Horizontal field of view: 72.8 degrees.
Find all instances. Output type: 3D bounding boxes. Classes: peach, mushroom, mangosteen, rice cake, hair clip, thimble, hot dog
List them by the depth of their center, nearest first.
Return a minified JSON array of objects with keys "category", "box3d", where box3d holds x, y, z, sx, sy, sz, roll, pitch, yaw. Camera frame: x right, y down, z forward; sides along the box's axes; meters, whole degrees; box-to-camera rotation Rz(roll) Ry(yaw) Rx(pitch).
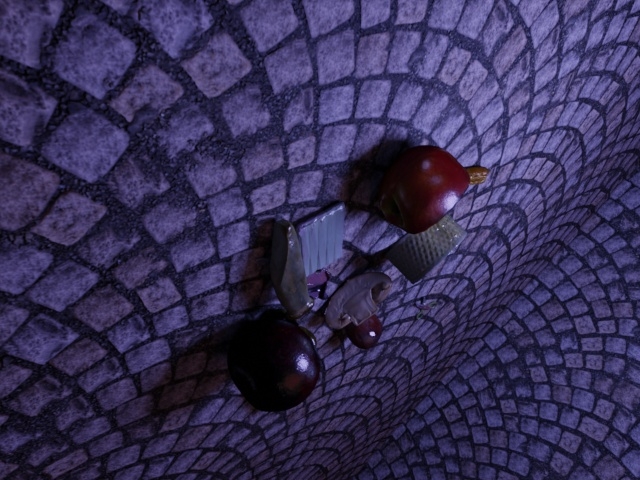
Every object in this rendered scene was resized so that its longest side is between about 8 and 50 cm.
[{"category":"mushroom","box3d":[-0.092,0.096,1.250,0.107,0.087,0.333,-35,133,-27]},{"category":"peach","box3d":[0.311,-0.165,1.292,0.275,0.249,0.245,-35,121,-20]},{"category":"rice cake","box3d":[0.000,0.000,1.306,0.189,0.037,0.198,-30,136,-26]},{"category":"mangosteen","box3d":[-0.130,0.375,1.353,0.300,0.300,0.300,-25,139,-24]},{"category":"hair clip","box3d":[-0.036,0.157,1.438,0.187,0.056,0.146,-16,134,-45]},{"category":"thimble","box3d":[0.354,0.013,1.490,0.271,0.150,0.271,-43,172,-7]},{"category":"mushroom","box3d":[0.151,0.223,1.599,0.286,0.156,0.151,-38,156,11]},{"category":"hot dog","box3d":[0.571,-0.241,1.624,0.165,0.045,0.071,-11,134,-38]},{"category":"peach","box3d":[0.179,0.370,1.753,0.152,0.152,0.152,-25,139,-24]}]

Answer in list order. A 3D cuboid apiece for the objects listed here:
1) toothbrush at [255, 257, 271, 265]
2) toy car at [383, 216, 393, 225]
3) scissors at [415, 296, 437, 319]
[{"category":"toothbrush","box3d":[-0.083,0.053,1.310,0.257,0.024,0.018,-5,128,-42]},{"category":"toy car","box3d":[0.270,-0.088,1.496,0.122,0.035,0.059,-13,134,-47]},{"category":"scissors","box3d":[0.506,0.325,2.125,0.133,0.020,0.187,-40,144,1]}]
